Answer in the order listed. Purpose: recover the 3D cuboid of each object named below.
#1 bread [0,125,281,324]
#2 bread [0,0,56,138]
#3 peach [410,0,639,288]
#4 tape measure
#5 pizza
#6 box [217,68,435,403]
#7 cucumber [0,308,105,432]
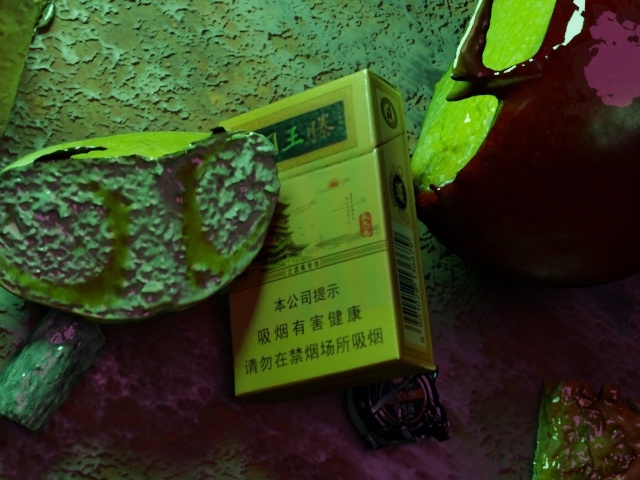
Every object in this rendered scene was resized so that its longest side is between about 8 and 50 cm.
[{"bbox_3d":[-0.163,-0.021,1.069,0.260,0.156,0.158,-5,103,-3],"label":"bread"},{"bbox_3d":[-0.330,-0.197,1.126,0.140,0.169,0.160,16,25,-15],"label":"bread"},{"bbox_3d":[0.273,-0.143,1.165,0.310,0.335,0.406,27,61,-2],"label":"peach"},{"bbox_3d":[0.073,0.152,1.142,0.094,0.054,0.091,2,68,-27],"label":"tape measure"},{"bbox_3d":[0.267,0.198,1.200,0.175,0.046,0.134,-37,86,-27],"label":"pizza"},{"bbox_3d":[0.000,0.000,1.103,0.076,0.174,0.274,24,56,-56],"label":"box"},{"bbox_3d":[-0.238,0.113,1.037,0.064,0.064,0.112,35,62,-5],"label":"cucumber"}]
